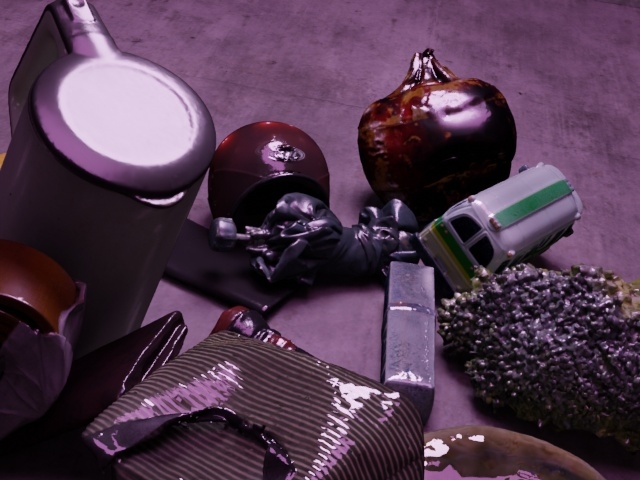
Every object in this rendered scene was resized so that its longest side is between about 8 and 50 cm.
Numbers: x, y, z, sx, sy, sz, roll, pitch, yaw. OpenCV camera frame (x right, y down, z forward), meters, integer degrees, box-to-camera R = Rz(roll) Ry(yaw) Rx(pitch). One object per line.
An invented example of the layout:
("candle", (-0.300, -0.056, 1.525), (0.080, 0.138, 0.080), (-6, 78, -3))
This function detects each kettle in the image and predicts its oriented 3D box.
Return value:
("kettle", (-0.310, -0.078, 1.408), (0.250, 0.377, 0.361), (-5, 57, -33))

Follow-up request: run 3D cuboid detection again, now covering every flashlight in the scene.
("flashlight", (-0.036, 0.169, 1.453), (0.232, 0.093, 0.093), (27, 36, 26))

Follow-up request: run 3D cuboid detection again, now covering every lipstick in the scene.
("lipstick", (0.123, 0.137, 1.550), (0.076, 0.078, 0.290), (8, 32, -1))

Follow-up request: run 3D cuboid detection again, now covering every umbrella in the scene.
("umbrella", (0.001, 0.001, 1.679), (0.348, 0.094, 0.143), (7, 49, -25))

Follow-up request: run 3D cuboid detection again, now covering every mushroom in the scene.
("mushroom", (0.208, 0.309, 1.244), (0.344, 0.130, 0.247), (17, 28, 14))

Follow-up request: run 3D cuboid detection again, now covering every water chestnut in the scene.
("water chestnut", (0.202, -0.170, 1.894), (0.289, 0.289, 0.244), (-1, 43, -15))

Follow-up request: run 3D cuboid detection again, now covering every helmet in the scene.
("helmet", (-0.084, -0.093, 1.772), (0.189, 0.193, 0.216), (0, -8, -23))

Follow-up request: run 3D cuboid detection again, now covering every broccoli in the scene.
("broccoli", (0.410, 0.144, 1.522), (0.397, 0.275, 0.353), (11, 37, -29))

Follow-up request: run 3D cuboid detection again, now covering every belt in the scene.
("belt", (-0.417, 0.130, 1.235), (0.338, 0.217, 0.122), (-27, 26, 19))

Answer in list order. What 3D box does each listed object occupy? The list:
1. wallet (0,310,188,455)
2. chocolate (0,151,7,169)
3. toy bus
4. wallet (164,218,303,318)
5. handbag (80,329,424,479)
("wallet", (-0.273, 0.174, 1.311), (0.229, 0.049, 0.182), (-23, 19, 28))
("chocolate", (-0.572, 0.008, 1.547), (0.445, 0.162, 0.162), (-24, 44, -36))
("toy bus", (0.289, -0.022, 1.731), (0.276, 0.164, 0.134), (-25, 78, -44))
("wallet", (-0.166, 0.031, 1.697), (0.285, 0.030, 0.146), (23, 35, 22))
("handbag", (-0.077, 0.258, 1.140), (0.340, 0.247, 0.240), (16, 27, 34))
